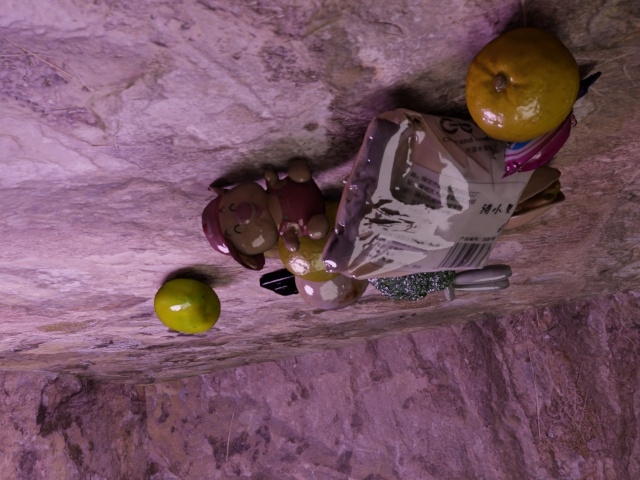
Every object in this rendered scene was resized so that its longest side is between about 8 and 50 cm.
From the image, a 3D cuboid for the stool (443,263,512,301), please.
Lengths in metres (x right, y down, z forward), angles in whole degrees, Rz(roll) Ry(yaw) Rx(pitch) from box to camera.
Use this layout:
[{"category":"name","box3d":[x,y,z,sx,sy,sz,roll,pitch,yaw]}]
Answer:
[{"category":"stool","box3d":[0.437,0.063,1.883,0.198,0.196,0.195,-15,161,11]}]

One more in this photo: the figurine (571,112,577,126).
[{"category":"figurine","box3d":[0.448,-0.232,1.232,0.129,0.054,0.072,5,150,-41]}]

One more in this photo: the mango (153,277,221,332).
[{"category":"mango","box3d":[-0.407,0.191,1.942,0.185,0.149,0.273,-6,157,13]}]

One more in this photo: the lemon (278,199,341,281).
[{"category":"lemon","box3d":[0.000,0.000,1.512,0.184,0.184,0.248,1,146,-28]}]

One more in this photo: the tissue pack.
[{"category":"tissue pack","box3d":[0.216,-0.078,1.263,0.375,0.195,0.390,-1,134,-29]}]

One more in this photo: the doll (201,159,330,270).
[{"category":"doll","box3d":[-0.116,-0.048,1.315,0.255,0.196,0.152,-17,143,3]}]

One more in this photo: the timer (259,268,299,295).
[{"category":"timer","box3d":[-0.098,0.140,2.076,0.144,0.055,0.187,-16,160,21]}]

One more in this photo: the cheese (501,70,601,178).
[{"category":"cheese","box3d":[0.393,-0.199,1.112,0.244,0.062,0.155,-49,-174,-9]}]

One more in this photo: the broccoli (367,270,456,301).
[{"category":"broccoli","box3d":[0.227,0.036,1.687,0.241,0.269,0.262,-38,161,-43]}]

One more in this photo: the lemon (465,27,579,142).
[{"category":"lemon","box3d":[0.306,-0.234,0.986,0.169,0.170,0.207,-19,174,27]}]

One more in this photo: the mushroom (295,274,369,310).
[{"category":"mushroom","box3d":[0.036,0.086,1.800,0.226,0.178,0.227,-9,118,-17]}]

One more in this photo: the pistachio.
[{"category":"pistachio","box3d":[0.453,-0.103,1.501,0.215,0.144,0.144,-17,161,4]}]

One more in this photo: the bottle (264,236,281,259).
[{"category":"bottle","box3d":[-0.104,0.012,1.655,0.269,0.083,0.083,-4,161,-3]}]
